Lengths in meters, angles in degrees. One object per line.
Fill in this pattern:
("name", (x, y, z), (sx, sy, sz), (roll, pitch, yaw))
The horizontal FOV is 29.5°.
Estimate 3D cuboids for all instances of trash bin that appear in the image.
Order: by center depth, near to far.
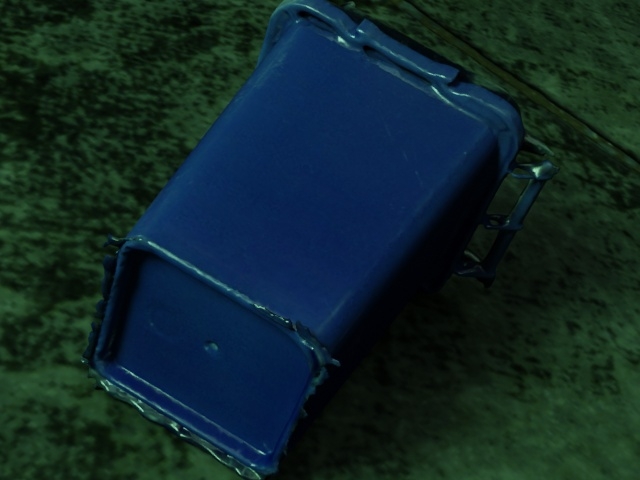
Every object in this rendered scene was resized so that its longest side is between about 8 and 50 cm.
("trash bin", (0.000, 0.000, 0.650), (0.184, 0.162, 0.234), (30, 44, 8))
